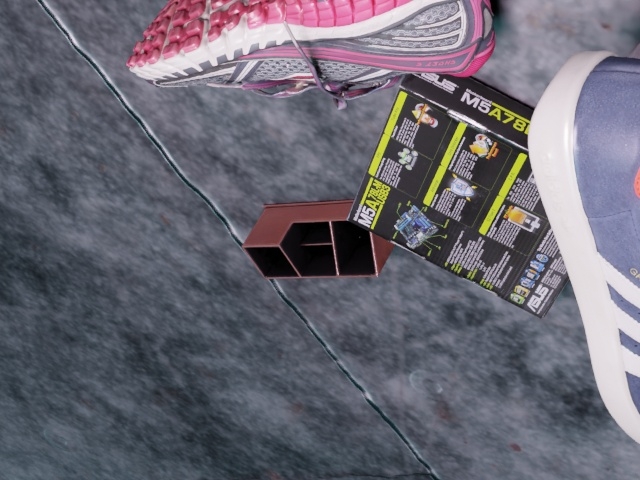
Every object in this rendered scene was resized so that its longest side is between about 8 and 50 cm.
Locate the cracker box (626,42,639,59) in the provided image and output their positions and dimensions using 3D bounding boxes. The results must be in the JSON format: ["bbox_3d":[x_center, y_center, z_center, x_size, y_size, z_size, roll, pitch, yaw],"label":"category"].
[{"bbox_3d":[0.286,-0.096,1.032,0.156,0.067,0.232,32,147,-4],"label":"cracker box"}]

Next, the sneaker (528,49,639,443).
[{"bbox_3d":[0.254,0.031,1.042,0.148,0.131,0.350,7,142,37],"label":"sneaker"}]

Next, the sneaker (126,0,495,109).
[{"bbox_3d":[-0.017,-0.144,1.153,0.299,0.121,0.112,-4,135,40],"label":"sneaker"}]

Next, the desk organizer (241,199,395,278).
[{"bbox_3d":[0.000,0.000,1.386,0.130,0.050,0.047,-2,134,39],"label":"desk organizer"}]

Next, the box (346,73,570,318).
[{"bbox_3d":[0.126,-0.037,1.251,0.184,0.045,0.190,29,147,6],"label":"box"}]
